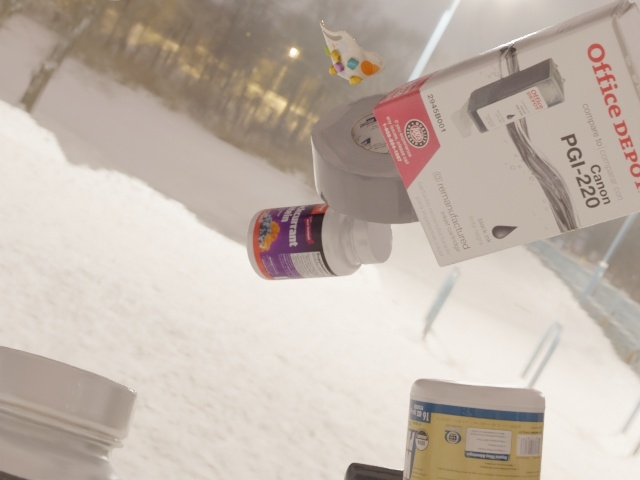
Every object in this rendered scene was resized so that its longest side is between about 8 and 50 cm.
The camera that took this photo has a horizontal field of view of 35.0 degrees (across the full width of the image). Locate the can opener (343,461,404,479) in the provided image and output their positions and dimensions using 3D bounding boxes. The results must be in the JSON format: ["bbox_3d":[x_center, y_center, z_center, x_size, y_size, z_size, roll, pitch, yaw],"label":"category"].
[{"bbox_3d":[0.183,0.385,1.659,0.284,0.095,0.076,9,-23,1],"label":"can opener"}]

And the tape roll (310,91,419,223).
[{"bbox_3d":[0.099,-0.111,1.309,0.219,0.072,0.219,-4,35,3],"label":"tape roll"}]

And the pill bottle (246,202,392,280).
[{"bbox_3d":[0.000,0.000,1.457,0.194,0.108,0.108,-5,-11,29],"label":"pill bottle"}]

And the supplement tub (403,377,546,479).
[{"bbox_3d":[0.159,0.250,1.073,0.145,0.199,0.144,5,-6,1],"label":"supplement tub"}]

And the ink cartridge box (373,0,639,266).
[{"bbox_3d":[0.178,-0.086,0.847,0.158,0.218,0.092,66,28,-11],"label":"ink cartridge box"}]

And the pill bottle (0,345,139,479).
[{"bbox_3d":[-0.322,0.303,1.027,0.204,0.360,0.204,15,-16,5],"label":"pill bottle"}]

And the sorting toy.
[{"bbox_3d":[0.027,-0.239,1.256,0.083,0.045,0.075,34,-16,42],"label":"sorting toy"}]
